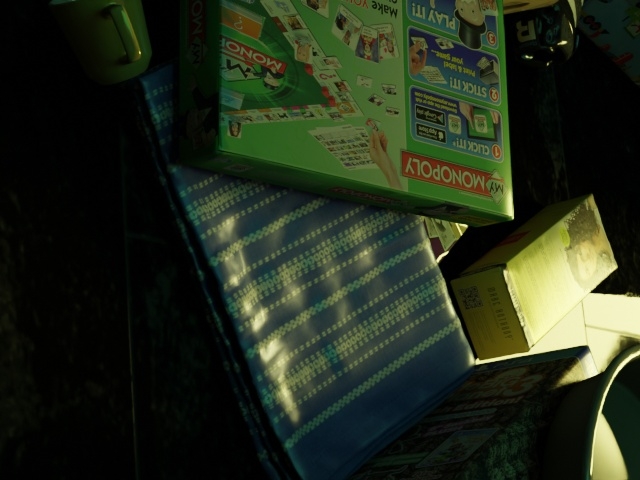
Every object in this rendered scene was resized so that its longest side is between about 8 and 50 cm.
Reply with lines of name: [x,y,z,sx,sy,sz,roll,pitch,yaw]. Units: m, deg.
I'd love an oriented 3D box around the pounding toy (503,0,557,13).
pounding toy: [0.124,-0.314,1.356,0.181,0.094,0.206,-12,87,-11]

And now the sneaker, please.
sneaker: [0.206,-0.256,1.463,0.217,0.079,0.121,37,50,-41]

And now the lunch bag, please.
lunch bag: [0.379,-0.352,1.707,0.221,0.138,0.293,33,44,-40]

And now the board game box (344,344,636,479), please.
board game box: [0.135,0.250,1.134,0.291,0.141,0.232,-33,105,-53]

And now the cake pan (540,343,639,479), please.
cake pan: [0.260,0.230,1.140,0.293,0.054,0.293,23,60,-48]

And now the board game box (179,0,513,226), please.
board game box: [0.029,-0.138,1.098,0.317,0.046,0.214,11,74,-43]

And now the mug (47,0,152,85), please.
mug: [-0.145,-0.138,0.966,0.078,0.062,0.064,-73,147,-66]

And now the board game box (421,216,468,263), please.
board game box: [0.039,-0.152,1.232,0.208,0.056,0.347,-44,113,-46]

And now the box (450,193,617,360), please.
box: [0.210,0.031,1.386,0.232,0.058,0.087,-33,105,-52]

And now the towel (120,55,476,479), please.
towel: [0.000,0.000,1.089,0.243,0.040,0.336,-30,104,-43]
